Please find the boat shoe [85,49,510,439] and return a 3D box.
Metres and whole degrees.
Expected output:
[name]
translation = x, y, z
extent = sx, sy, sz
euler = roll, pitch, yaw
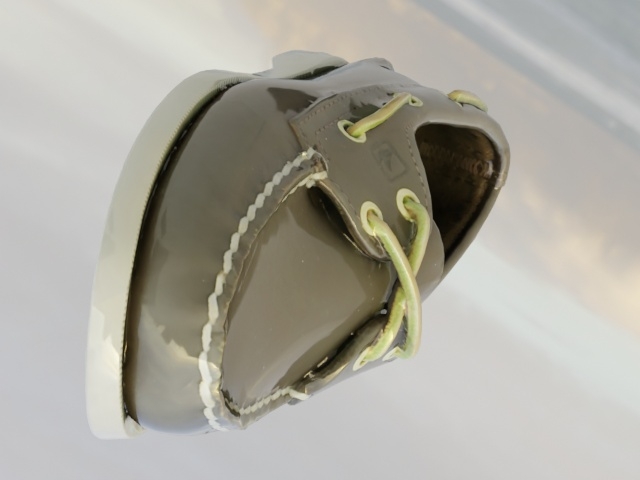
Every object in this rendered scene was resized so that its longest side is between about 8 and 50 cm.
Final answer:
[boat shoe]
translation = 0.001, -0.004, 0.683
extent = 0.091, 0.109, 0.305
euler = 12, -163, 11
